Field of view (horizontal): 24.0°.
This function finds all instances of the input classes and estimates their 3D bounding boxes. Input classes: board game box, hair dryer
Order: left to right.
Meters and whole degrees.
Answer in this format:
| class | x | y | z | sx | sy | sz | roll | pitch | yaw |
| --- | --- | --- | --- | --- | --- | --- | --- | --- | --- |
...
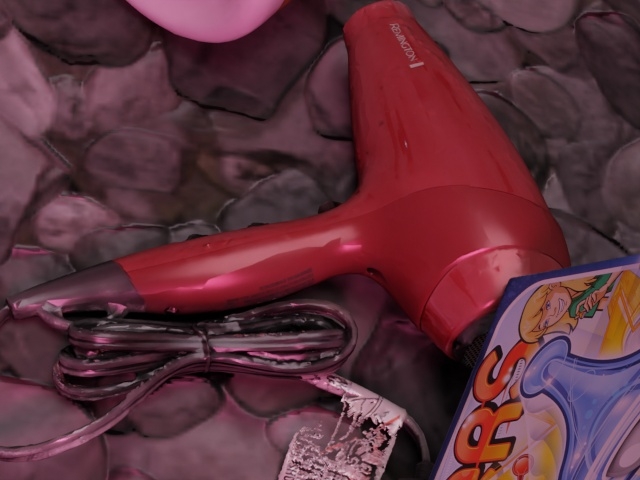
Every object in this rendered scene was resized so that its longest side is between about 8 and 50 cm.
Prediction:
| class | x | y | z | sx | sy | sz | roll | pitch | yaw |
| --- | --- | --- | --- | --- | --- | --- | --- | --- | --- |
| hair dryer | 0.000 | 0.000 | 0.662 | 0.223 | 0.080 | 0.294 | 25 | 55 | 3 |
| board game box | 0.087 | 0.098 | 0.536 | 0.035 | 0.136 | 0.201 | 35 | 64 | -23 |

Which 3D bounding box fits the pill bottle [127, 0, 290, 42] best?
| class | x | y | z | sx | sy | sz | roll | pitch | yaw |
| --- | --- | --- | --- | --- | --- | --- | --- | --- | --- |
| pill bottle | -0.008 | -0.210 | 0.765 | 0.131 | 0.131 | 0.229 | 39 | 57 | 12 |
